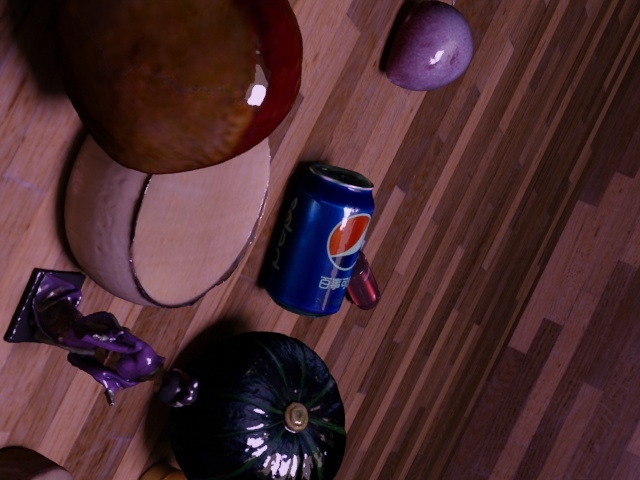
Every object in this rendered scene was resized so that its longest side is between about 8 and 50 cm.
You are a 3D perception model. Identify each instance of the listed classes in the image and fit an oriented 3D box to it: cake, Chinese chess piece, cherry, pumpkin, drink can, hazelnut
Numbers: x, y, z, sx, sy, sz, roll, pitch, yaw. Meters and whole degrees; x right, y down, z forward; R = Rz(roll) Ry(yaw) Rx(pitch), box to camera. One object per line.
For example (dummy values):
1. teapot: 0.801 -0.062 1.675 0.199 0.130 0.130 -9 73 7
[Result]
1. cake: -0.222 0.350 1.348 0.084 0.044 0.084 -48 152 -37
2. Chinese chess piece: -0.154 -0.050 1.029 0.250 0.103 0.250 -45 148 -38
3. cherry: 0.151 -0.302 1.417 0.148 0.115 0.188 -23 142 3
4. pumpkin: -0.102 0.250 1.326 0.248 0.248 0.248 -45 150 -36
5. drink can: 0.000 0.000 1.372 0.118 0.118 0.205 -12 123 -61
6. hazelnut: -0.125 -0.182 0.843 0.229 0.229 0.229 -45 150 -36

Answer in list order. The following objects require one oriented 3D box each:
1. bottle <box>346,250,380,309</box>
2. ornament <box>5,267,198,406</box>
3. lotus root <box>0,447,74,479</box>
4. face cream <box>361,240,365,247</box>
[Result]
1. bottle: 0.063 0.071 1.645 0.060 0.060 0.164 -58 155 -15
2. ornament: -0.211 0.116 0.964 0.081 0.203 0.088 -60 159 8
3. lotus root: -0.382 0.387 0.988 0.375 0.111 0.390 -55 151 -23
4. face cream: 0.055 -0.006 1.595 0.038 0.020 0.115 -60 159 -16
